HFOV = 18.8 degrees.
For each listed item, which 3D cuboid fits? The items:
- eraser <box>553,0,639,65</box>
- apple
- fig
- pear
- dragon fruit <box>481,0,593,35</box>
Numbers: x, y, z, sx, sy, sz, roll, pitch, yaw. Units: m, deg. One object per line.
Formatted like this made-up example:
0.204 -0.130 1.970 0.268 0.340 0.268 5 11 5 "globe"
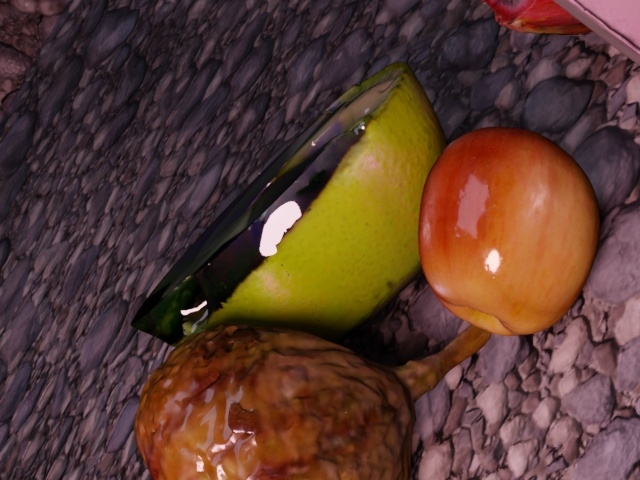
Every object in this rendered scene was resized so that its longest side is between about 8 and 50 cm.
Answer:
0.348 -0.332 1.701 0.359 0.272 0.122 -55 26 7 "eraser"
0.170 -0.003 1.776 0.199 0.199 0.199 -42 29 30 "apple"
0.008 0.166 1.814 0.368 0.286 0.286 -37 23 -10 "fig"
0.005 0.000 1.998 0.399 0.165 0.399 -44 7 7 "pear"
0.290 -0.349 1.901 0.305 0.225 0.306 180 90 -75 "dragon fruit"
